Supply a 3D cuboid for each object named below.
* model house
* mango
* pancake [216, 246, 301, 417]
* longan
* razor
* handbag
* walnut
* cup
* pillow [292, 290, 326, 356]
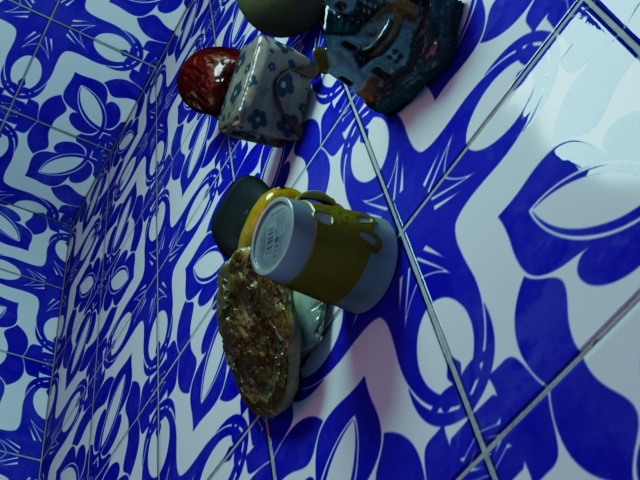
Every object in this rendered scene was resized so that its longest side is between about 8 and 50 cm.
[{"bbox_3d":[0.087,-0.409,1.661,0.253,0.291,0.184,-31,39,52],"label":"model house"},{"bbox_3d":[-0.095,0.011,1.841,0.109,0.157,0.262,32,115,58],"label":"mango"},{"bbox_3d":[-0.131,0.184,1.740,0.356,0.065,0.356,12,105,56],"label":"pancake"},{"bbox_3d":[-0.097,-0.660,2.288,0.258,0.258,0.258,-44,34,41],"label":"longan"},{"bbox_3d":[-0.163,-0.039,2.054,0.204,0.113,0.349,-63,25,5],"label":"razor"},{"bbox_3d":[-0.127,-0.358,2.147,0.190,0.193,0.252,-7,66,68],"label":"handbag"},{"bbox_3d":[-0.293,-0.448,2.553,0.269,0.221,0.244,29,128,57],"label":"walnut"},{"bbox_3d":[0.000,0.000,1.567,0.185,0.226,0.241,-48,39,36],"label":"cup"},{"bbox_3d":[-0.025,0.123,1.724,0.128,0.051,0.229,-35,41,45],"label":"pillow"}]
